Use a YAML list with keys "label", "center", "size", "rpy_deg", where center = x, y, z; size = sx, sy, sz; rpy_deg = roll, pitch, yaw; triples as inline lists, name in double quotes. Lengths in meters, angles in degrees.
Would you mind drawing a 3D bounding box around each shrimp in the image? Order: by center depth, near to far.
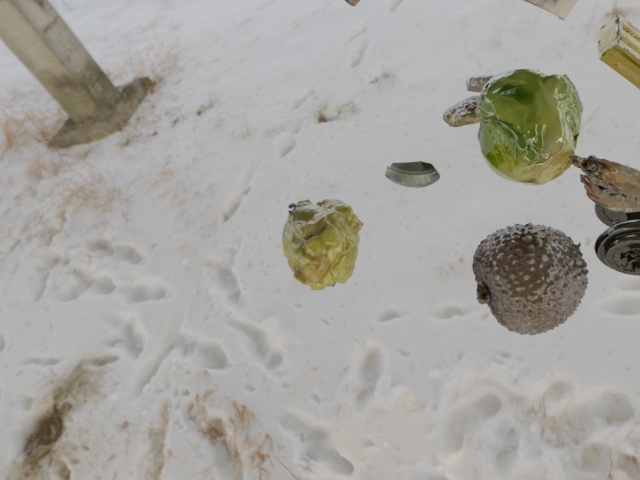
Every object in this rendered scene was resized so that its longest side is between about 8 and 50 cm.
- label: "shrimp"
  center: [0.445, -0.084, 0.701]
  size: [0.101, 0.190, 0.042]
  rpy_deg: [-27, 46, 58]

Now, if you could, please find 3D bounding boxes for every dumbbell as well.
- label: "dumbbell"
  center: [0.788, -0.035, 1.137]
  size: [0.192, 0.192, 0.290]
  rpy_deg: [2, 51, 29]

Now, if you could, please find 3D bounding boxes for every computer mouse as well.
- label: "computer mouse"
  center: [0.366, -0.257, 1.852]
  size: [0.231, 0.126, 0.071]
  rpy_deg: [3, 66, 23]

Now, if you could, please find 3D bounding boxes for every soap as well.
- label: "soap"
  center: [1.162, -0.664, 1.680]
  size: [0.091, 0.315, 0.199]
  rpy_deg: [-39, 27, 57]

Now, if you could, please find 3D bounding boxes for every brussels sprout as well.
- label: "brussels sprout"
  center: [0.504, -0.276, 1.120]
  size: [0.227, 0.259, 0.294]
  rpy_deg: [-22, 61, 9]

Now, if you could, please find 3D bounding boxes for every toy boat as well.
- label: "toy boat"
  center: [0.562, -0.484, 1.397]
  size: [0.155, 0.085, 0.227]
  rpy_deg: [-6, 24, -32]

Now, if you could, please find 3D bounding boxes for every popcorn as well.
- label: "popcorn"
  center: [0.000, 0.000, 1.267]
  size: [0.252, 0.215, 0.286]
  rpy_deg: [-50, 37, 5]

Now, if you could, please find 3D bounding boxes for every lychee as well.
- label: "lychee"
  center: [0.546, 0.101, 1.206]
  size: [0.300, 0.300, 0.300]
  rpy_deg: [-14, 46, 15]

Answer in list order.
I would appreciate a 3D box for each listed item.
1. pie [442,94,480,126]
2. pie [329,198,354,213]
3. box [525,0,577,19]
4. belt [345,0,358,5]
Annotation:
- label: "pie"
  center: [0.498, -0.435, 1.550]
  size: [0.163, 0.079, 0.193]
  rpy_deg: [-20, 25, 8]
- label: "pie"
  center: [0.028, 0.002, 1.687]
  size: [0.092, 0.315, 0.315]
  rpy_deg: [29, 68, 32]
- label: "box"
  center: [0.340, -0.580, 0.948]
  size: [0.214, 0.069, 0.353]
  rpy_deg: [-2, 43, -36]
- label: "belt"
  center: [0.107, -1.005, 1.708]
  size: [0.150, 0.207, 0.257]
  rpy_deg: [-31, 40, 31]
